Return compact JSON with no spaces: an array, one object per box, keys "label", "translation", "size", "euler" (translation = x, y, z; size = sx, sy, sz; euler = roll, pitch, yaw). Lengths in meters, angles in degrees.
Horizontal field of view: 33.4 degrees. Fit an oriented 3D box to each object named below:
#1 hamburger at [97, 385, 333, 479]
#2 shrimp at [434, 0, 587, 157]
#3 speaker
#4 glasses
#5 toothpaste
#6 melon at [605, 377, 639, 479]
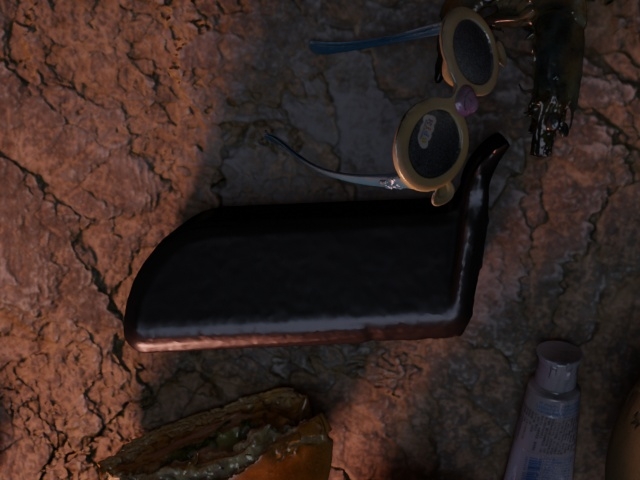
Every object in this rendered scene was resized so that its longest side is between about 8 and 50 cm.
[{"label":"hamburger","translation":[-0.107,0.281,1.192],"size":[0.282,0.144,0.157],"euler":[-20,104,8]},{"label":"shrimp","translation":[0.185,-0.184,1.045],"size":[0.150,0.051,0.217],"euler":[-2,76,19]},{"label":"speaker","translation":[0.000,0.000,1.091],"size":[0.388,0.180,0.184],"euler":[-4,99,5]},{"label":"glasses","translation":[0.046,-0.143,1.009],"size":[0.220,0.088,0.190],"euler":[12,68,30]},{"label":"toothpaste","translation":[0.251,0.227,1.195],"size":[0.089,0.057,0.234],"euler":[6,113,5]},{"label":"melon","translation":[0.426,0.218,1.063],"size":[0.268,0.268,0.330],"euler":[37,118,-6]}]
